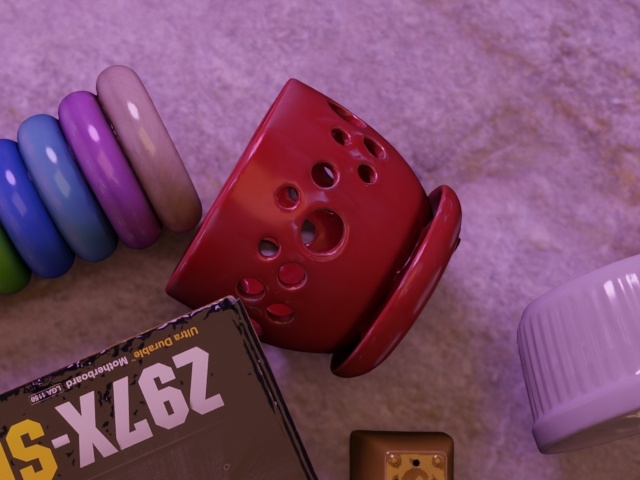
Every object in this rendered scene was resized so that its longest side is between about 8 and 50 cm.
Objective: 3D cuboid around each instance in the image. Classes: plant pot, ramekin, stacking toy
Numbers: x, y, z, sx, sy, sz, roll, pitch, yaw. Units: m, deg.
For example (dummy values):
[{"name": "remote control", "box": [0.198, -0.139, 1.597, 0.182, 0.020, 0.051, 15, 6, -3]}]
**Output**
[{"name": "plant pot", "box": [0.067, 0.189, 1.066, 0.081, 0.083, 0.081, 2, 82, -6]}, {"name": "ramekin", "box": [0.249, 0.080, 1.046, 0.207, 0.207, 0.109, -15, 74, -8]}, {"name": "plant pot", "box": [0.000, 0.000, 1.037, 0.174, 0.191, 0.191, 32, 79, -3]}, {"name": "stacking toy", "box": [-0.263, -0.005, 1.044, 0.330, 0.141, 0.141, -27, 84, -6]}]

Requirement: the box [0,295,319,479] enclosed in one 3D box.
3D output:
[{"name": "box", "box": [-0.151, 0.216, 0.907, 0.322, 0.079, 0.257, -23, 82, -7]}]
